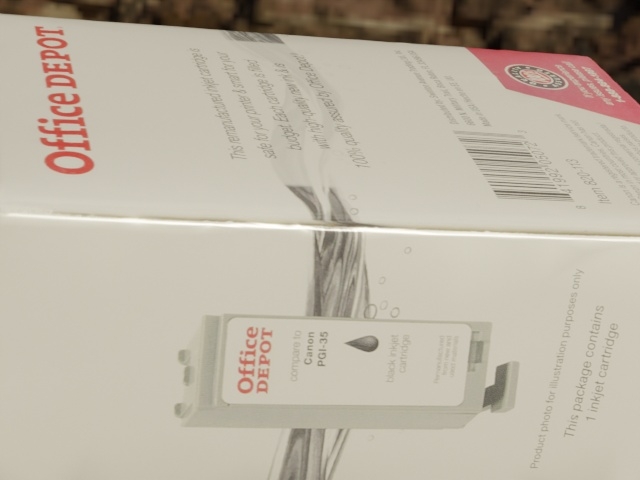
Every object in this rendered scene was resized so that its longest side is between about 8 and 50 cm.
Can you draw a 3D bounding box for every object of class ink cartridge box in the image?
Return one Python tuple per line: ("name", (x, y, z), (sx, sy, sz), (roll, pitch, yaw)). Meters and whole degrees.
("ink cartridge box", (0.000, 0.000, 0.697), (0.283, 0.117, 0.207), (2, 25, -14))
